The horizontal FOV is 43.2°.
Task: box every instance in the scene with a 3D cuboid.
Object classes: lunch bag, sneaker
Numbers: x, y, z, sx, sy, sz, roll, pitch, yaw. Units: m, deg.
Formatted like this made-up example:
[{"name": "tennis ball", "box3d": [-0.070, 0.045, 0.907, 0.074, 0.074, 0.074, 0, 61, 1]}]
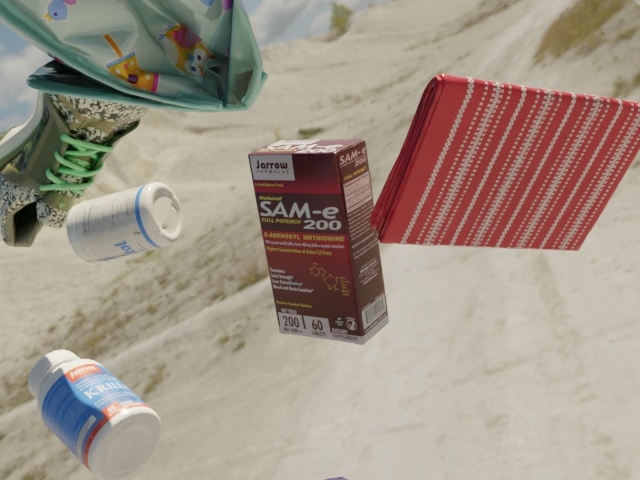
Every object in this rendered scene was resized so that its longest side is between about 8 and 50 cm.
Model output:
[{"name": "lunch bag", "box3d": [-0.151, -0.185, 0.542, 0.160, 0.262, 0.223, -47, 18, 3]}, {"name": "sneaker", "box3d": [-0.362, -0.110, 1.175, 0.158, 0.182, 0.410, 10, -30, -40]}]

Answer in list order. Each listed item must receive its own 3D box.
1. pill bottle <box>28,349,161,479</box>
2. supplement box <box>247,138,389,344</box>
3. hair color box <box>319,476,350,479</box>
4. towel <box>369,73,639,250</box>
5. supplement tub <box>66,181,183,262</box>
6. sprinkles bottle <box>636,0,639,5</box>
[{"name": "pill bottle", "box3d": [-0.356, 0.259, 1.243, 0.221, 0.124, 0.124, 29, 57, 35]}, {"name": "supplement box", "box3d": [0.000, 0.000, 0.988, 0.130, 0.239, 0.073, 3, 21, 34]}, {"name": "hair color box", "box3d": [-0.043, 0.377, 0.649, 0.185, 0.339, 0.110, -1, -8, -15]}, {"name": "towel", "box3d": [0.202, -0.073, 0.851, 0.031, 0.274, 0.199, -113, 34, -46]}, {"name": "supplement tub", "box3d": [-0.209, -0.019, 0.870, 0.107, 0.071, 0.071, -13, 16, 22]}, {"name": "sprinkles bottle", "box3d": [0.564, -0.390, 1.042, 0.121, 0.121, 0.355, -40, 15, -16]}]
